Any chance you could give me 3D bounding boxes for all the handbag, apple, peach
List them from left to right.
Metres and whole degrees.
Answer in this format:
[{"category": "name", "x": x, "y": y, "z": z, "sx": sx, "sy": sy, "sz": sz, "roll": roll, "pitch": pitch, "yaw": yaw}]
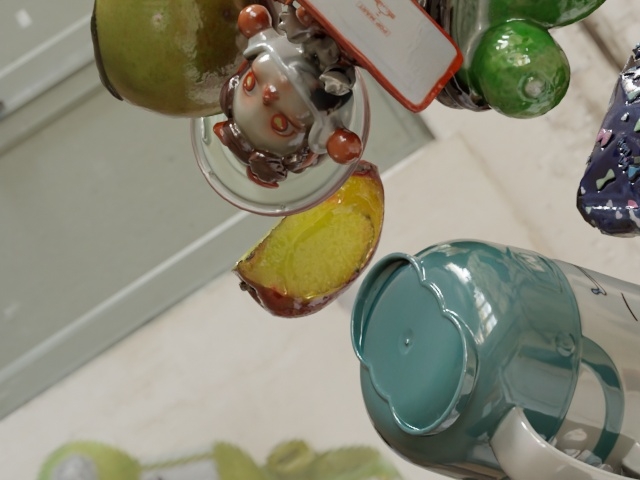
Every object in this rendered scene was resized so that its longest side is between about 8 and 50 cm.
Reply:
[{"category": "apple", "x": -0.135, "y": -0.226, "z": 1.558, "sx": 0.174, "sy": 0.207, "sz": 0.188, "roll": 51, "pitch": -23, "yaw": 33}, {"category": "peach", "x": -0.004, "y": 0.003, "z": 2.262, "sx": 0.159, "sy": 0.267, "sz": 0.154, "roll": 43, "pitch": -19, "yaw": -9}, {"category": "handbag", "x": 0.403, "y": -0.115, "z": 1.765, "sx": 0.113, "sy": 0.260, "sz": 0.162, "roll": 29, "pitch": -16, "yaw": -28}]

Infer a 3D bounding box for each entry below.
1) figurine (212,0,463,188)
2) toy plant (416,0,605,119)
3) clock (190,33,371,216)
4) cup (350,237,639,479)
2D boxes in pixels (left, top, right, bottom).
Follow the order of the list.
[{"category": "figurine", "x": -0.020, "y": -0.144, "z": 1.434, "sx": 0.183, "sy": 0.226, "sz": 0.160, "roll": 45, "pitch": 35, "yaw": -4}, {"category": "toy plant", "x": 0.180, "y": -0.224, "z": 1.535, "sx": 0.235, "sy": 0.218, "sz": 0.175, "roll": 5, "pitch": -17, "yaw": 37}, {"category": "clock", "x": -0.053, "y": -0.150, "z": 1.902, "sx": 0.244, "sy": 0.244, "sz": 0.056, "roll": 55, "pitch": 14, "yaw": 18}, {"category": "cup", "x": 0.187, "y": 0.135, "z": 1.346, "sx": 0.258, "sy": 0.219, "sz": 0.289, "roll": 17, "pitch": 25, "yaw": -31}]
